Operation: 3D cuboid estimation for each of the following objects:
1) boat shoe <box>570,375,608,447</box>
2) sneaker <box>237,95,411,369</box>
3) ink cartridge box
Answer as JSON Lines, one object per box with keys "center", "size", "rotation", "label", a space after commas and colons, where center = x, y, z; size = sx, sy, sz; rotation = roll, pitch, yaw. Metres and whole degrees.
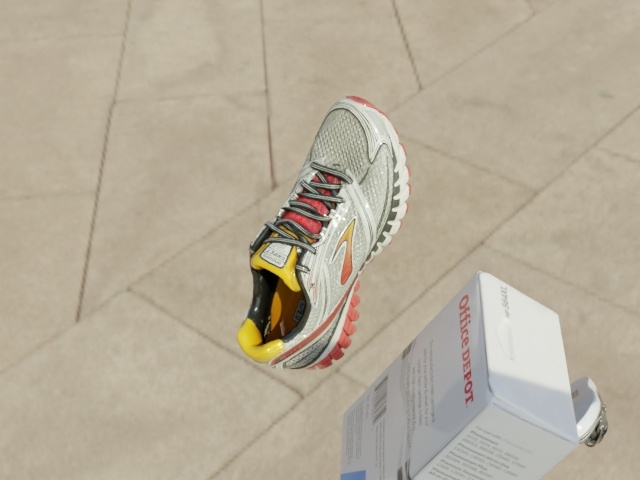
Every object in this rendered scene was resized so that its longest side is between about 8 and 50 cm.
{"center": [0.402, 0.274, 1.563], "size": [0.080, 0.076, 0.228], "rotation": [-37, -3, 13], "label": "boat shoe"}
{"center": [0.000, 0.000, 0.789], "size": [0.088, 0.225, 0.092], "rotation": [23, 13, 35], "label": "sneaker"}
{"center": [0.101, 0.148, 0.812], "size": [0.085, 0.203, 0.148], "rotation": [28, 35, -16], "label": "ink cartridge box"}
